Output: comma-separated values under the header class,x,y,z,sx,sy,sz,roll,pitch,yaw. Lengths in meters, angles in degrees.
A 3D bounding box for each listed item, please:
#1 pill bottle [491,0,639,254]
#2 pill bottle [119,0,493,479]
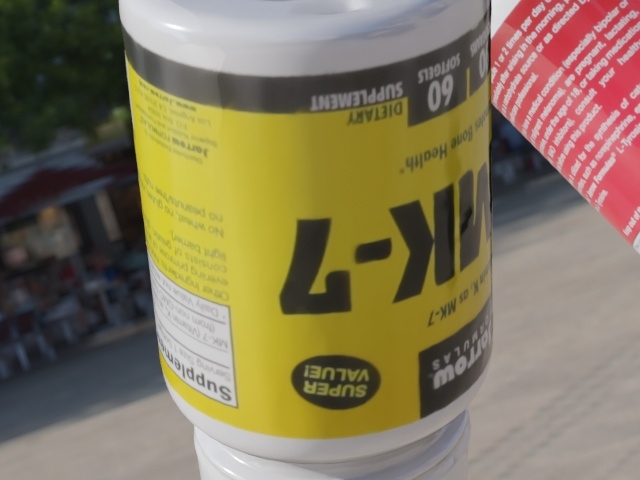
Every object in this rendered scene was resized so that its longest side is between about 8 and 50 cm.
class,x,y,z,sx,sy,sz,roll,pitch,yaw
pill bottle,0.262,-0.154,1.495,0.229,0.408,0.229,-40,-14,-12
pill bottle,0.000,0.000,0.615,0.119,0.208,0.119,-3,31,2
